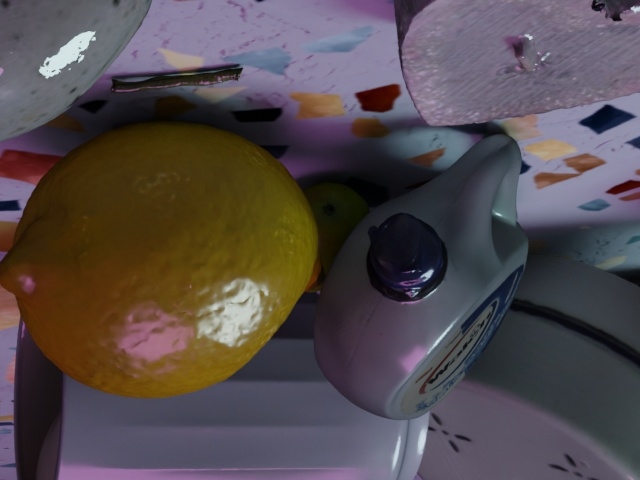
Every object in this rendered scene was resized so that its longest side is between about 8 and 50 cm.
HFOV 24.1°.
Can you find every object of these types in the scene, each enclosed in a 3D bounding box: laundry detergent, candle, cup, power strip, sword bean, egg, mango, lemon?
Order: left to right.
[{"bbox_3d":[-0.154,-0.112,0.673,0.164,0.131,0.131,-27,163,-1],"label":"egg"},{"bbox_3d":[-0.102,0.011,0.995,0.244,0.187,0.187,-5,167,-36],"label":"lemon"},{"bbox_3d":[-0.088,-0.098,0.926,0.083,0.012,0.012,-6,164,0],"label":"sword bean"},{"bbox_3d":[-0.080,0.105,1.298,0.327,0.237,0.323,2,132,-20],"label":"cup"},{"bbox_3d":[0.000,0.000,1.164,0.073,0.056,0.108,-30,148,-26],"label":"mango"},{"bbox_3d":[0.079,0.022,1.098,0.105,0.215,0.280,35,169,16],"label":"laundry detergent"},{"bbox_3d":[0.108,-0.118,0.813,0.192,0.068,0.168,9,155,-35],"label":"candle"},{"bbox_3d":[0.230,0.176,1.404,0.357,0.161,0.357,30,153,17],"label":"power strip"}]

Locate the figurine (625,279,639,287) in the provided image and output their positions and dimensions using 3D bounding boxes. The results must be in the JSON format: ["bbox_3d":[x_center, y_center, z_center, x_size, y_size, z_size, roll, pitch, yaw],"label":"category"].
[{"bbox_3d":[0.361,0.121,1.515,0.173,0.173,0.173,-4,164,-1],"label":"figurine"}]
